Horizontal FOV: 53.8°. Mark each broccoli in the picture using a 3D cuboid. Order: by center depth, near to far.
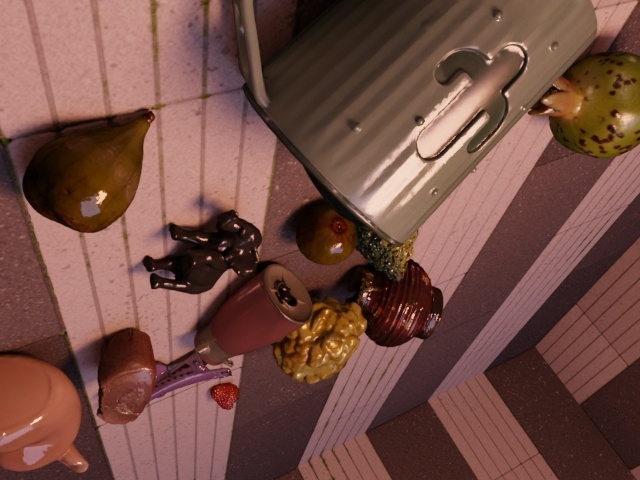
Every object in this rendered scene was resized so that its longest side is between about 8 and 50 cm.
[{"bbox_3d":[0.151,-0.036,1.332,0.194,0.194,0.219,-35,123,5],"label":"broccoli"}]

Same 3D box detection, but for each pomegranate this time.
[{"bbox_3d":[0.552,-0.280,1.317,0.286,0.231,0.231,0,149,1],"label":"pomegranate"}]

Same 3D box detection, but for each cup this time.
[{"bbox_3d":[0.105,-0.228,0.810,0.392,0.310,0.401,-44,153,11],"label":"cup"}]

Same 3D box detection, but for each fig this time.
[{"bbox_3d":[-0.300,-0.104,0.813,0.127,0.133,0.185,22,84,-40],"label":"fig"},{"bbox_3d":[0.000,0.000,1.308,0.124,0.124,0.236,-24,175,-17],"label":"fig"}]

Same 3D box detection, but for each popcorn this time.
[{"bbox_3d":[-0.004,0.234,1.515,0.235,0.181,0.217,-41,165,-12],"label":"popcorn"}]

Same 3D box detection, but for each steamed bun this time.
[{"bbox_3d":[-0.397,0.268,1.261,0.106,0.145,0.175,11,120,-29],"label":"steamed bun"}]

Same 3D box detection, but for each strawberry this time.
[{"bbox_3d":[-0.267,0.427,1.752,0.083,0.073,0.073,33,117,-21],"label":"strawberry"}]

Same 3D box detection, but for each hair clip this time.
[{"bbox_3d":[-0.353,0.328,1.477,0.278,0.090,0.137,-16,146,-20],"label":"hair clip"}]

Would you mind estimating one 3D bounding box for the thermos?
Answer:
[{"bbox_3d":[-0.153,0.178,1.383,0.265,0.146,0.176,-36,166,27],"label":"thermos"}]

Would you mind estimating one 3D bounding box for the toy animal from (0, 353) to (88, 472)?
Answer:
[{"bbox_3d":[-0.549,0.327,1.151,0.213,0.195,0.256,-11,150,-21],"label":"toy animal"}]

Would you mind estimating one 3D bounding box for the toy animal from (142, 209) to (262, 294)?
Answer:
[{"bbox_3d":[-0.201,0.017,1.110,0.146,0.114,0.245,11,152,-44],"label":"toy animal"}]

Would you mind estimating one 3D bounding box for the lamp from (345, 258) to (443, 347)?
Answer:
[{"bbox_3d":[0.181,0.153,1.594,0.247,0.247,0.247,-25,152,-14],"label":"lamp"}]
